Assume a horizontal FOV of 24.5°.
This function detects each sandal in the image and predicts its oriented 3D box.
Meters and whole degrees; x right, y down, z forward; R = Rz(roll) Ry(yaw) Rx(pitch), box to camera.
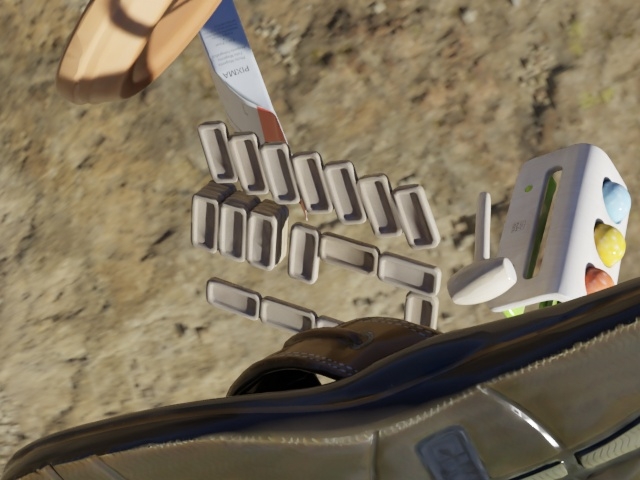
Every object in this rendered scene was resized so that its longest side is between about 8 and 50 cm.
[{"bbox_3d":[0.018,0.050,0.410,0.219,0.060,0.090,-21,126,9],"label":"sandal"}]

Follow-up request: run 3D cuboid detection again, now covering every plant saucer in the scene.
[{"bbox_3d":[-0.093,-0.162,0.936,0.037,0.200,0.200,37,68,0],"label":"plant saucer"}]

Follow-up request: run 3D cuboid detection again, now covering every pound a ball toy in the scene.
[{"bbox_3d":[0.281,0.004,1.767,0.208,0.135,0.319,53,37,-29],"label":"pound a ball toy"}]

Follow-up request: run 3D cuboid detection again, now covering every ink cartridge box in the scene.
[{"bbox_3d":[-0.081,-0.144,1.695,0.066,0.189,0.232,-16,75,-2],"label":"ink cartridge box"}]

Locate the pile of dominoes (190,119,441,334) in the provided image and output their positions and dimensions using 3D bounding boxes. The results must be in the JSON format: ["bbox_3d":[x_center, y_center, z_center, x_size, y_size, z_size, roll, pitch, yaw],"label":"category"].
[{"bbox_3d":[0.000,0.000,1.326,0.251,0.196,0.040,18,34,20],"label":"pile of dominoes"}]
